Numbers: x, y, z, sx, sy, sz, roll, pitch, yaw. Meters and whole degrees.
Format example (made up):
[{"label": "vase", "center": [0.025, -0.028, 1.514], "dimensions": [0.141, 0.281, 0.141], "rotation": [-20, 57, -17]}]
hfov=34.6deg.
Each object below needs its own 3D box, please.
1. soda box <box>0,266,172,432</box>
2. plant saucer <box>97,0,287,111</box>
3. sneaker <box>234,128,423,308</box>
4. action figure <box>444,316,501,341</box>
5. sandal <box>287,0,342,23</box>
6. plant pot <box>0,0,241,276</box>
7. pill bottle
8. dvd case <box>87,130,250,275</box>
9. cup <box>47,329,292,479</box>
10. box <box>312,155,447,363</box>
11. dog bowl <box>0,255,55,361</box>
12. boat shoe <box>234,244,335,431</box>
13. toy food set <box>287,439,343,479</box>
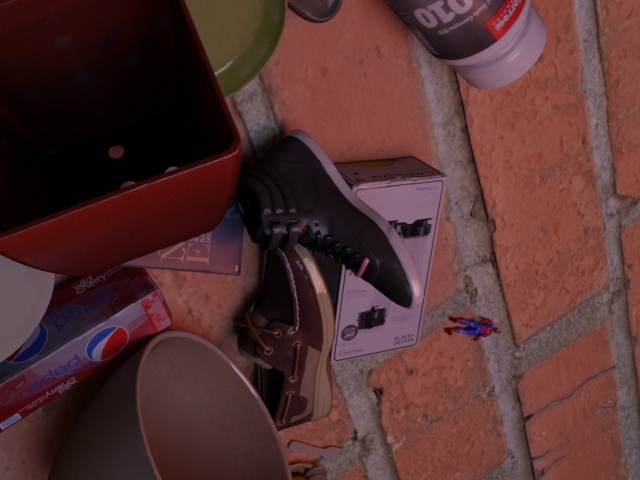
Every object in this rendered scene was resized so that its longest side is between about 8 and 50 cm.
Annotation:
[{"label": "soda box", "center": [-0.326, 0.125, 1.316], "dimensions": [0.263, 0.092, 0.083], "rotation": [-32, 142, -15]}, {"label": "plant saucer", "center": [-0.155, -0.260, 1.232], "dimensions": [0.241, 0.037, 0.241], "rotation": [-21, 141, -18]}, {"label": "sneaker", "center": [0.000, 0.000, 1.354], "dimensions": [0.147, 0.296, 0.104], "rotation": [-34, 168, -28]}, {"label": "action figure", "center": [0.266, 0.151, 1.760], "dimensions": [0.115, 0.030, 0.038], "rotation": [6, 105, -37]}, {"label": "sandal", "center": [-0.048, -0.335, 1.282], "dimensions": [0.219, 0.060, 0.090], "rotation": [30, 96, -39]}, {"label": "plant pot", "center": [-0.235, -0.105, 1.124], "dimensions": [0.267, 0.267, 0.236], "rotation": [-21, 156, -5]}, {"label": "pill bottle", "center": [0.176, -0.335, 1.360], "dimensions": [0.161, 0.161, 0.283], "rotation": [-51, 129, 0]}, {"label": "dvd case", "center": [-0.194, -0.044, 1.328], "dimensions": [0.221, 0.018, 0.165], "rotation": [6, 87, -34]}, {"label": "cup", "center": [-0.223, 0.321, 1.381], "dimensions": [0.237, 0.331, 0.331], "rotation": [-30, 133, 20]}, {"label": "box", "center": [0.079, 0.027, 1.535], "dimensions": [0.169, 0.087, 0.290], "rotation": [-9, 119, -29]}, {"label": "dog bowl", "center": [-0.447, 0.030, 1.187], "dimensions": [0.264, 0.104, 0.265], "rotation": [-15, 120, -27]}, {"label": "boat shoe", "center": [-0.060, 0.141, 1.490], "dimensions": [0.123, 0.123, 0.342], "rotation": [-20, 130, -24]}, {"label": "toy food set", "center": [-0.041, 0.424, 1.697], "dimensions": [0.132, 0.038, 0.192], "rotation": [20, 102, -38]}]
